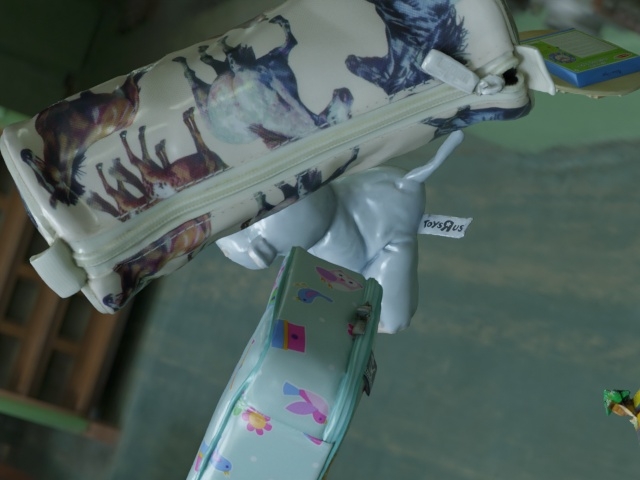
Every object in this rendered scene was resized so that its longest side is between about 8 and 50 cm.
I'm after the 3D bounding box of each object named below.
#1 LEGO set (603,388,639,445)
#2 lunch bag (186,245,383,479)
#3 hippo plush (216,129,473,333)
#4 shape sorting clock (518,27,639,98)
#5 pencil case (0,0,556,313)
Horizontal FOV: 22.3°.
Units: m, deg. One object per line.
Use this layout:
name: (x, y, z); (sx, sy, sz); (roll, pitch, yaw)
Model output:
LEGO set: (0.323, 0.024, 0.903); (0.255, 0.331, 0.192); (98, 167, -55)
lunch bag: (-0.034, 0.152, 1.403); (0.224, 0.108, 0.279); (-68, 2, -62)
hippo plush: (0.000, 0.000, 1.942); (0.294, 0.236, 0.234); (-10, 83, 54)
shape sorting clock: (0.351, -0.246, 2.256); (0.206, 0.206, 0.040); (-108, 21, -61)
pencil case: (-0.037, -0.090, 1.230); (0.410, 0.160, 0.183); (-26, 23, -7)
